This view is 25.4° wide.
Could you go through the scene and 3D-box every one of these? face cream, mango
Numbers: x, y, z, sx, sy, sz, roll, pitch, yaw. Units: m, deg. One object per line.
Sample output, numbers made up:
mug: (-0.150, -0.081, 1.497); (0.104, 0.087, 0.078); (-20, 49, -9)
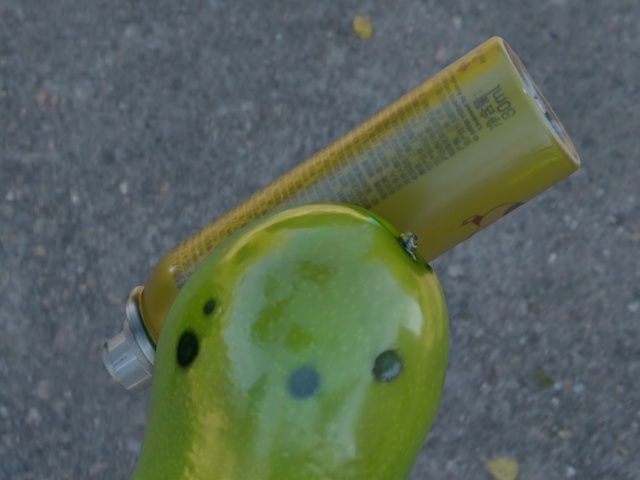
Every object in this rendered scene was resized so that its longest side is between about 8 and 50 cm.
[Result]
face cream: (0.000, 0.000, 0.959); (0.348, 0.105, 0.105); (-32, 66, 14)
mango: (-0.030, 0.112, 0.858); (0.175, 0.143, 0.293); (32, 106, 12)
